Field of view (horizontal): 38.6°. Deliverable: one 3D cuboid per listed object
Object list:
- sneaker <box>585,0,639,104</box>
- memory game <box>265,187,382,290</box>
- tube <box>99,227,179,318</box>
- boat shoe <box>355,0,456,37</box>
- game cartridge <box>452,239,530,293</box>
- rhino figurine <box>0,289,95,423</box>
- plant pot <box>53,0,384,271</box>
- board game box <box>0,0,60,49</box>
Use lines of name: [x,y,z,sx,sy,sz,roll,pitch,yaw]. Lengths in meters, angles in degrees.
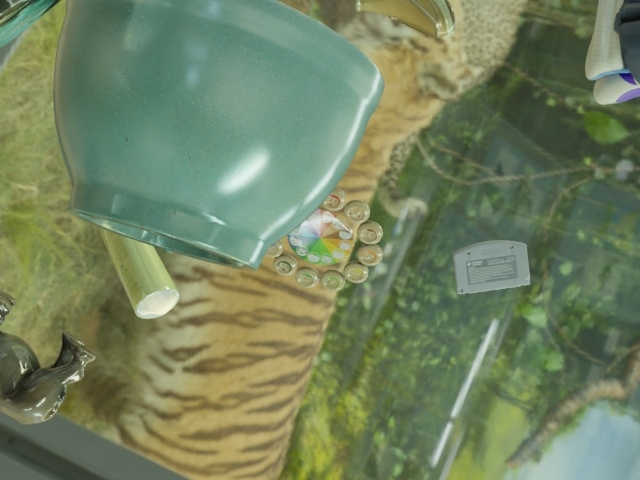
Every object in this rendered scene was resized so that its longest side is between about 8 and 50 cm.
sneaker: [0.322,-0.136,0.705,0.236,0.130,0.323,-43,-132,50]
memory game: [0.000,0.000,1.316,0.012,0.186,0.186,-75,172,-54]
tube: [-0.262,-0.006,1.223,0.070,0.240,0.062,-40,149,12]
boat shoe: [0.069,-0.278,1.028,0.072,0.190,0.068,-36,147,-15]
game cartridge: [0.192,0.028,1.031,0.017,0.083,0.056,-90,173,-76]
rhino figurine: [-0.366,0.107,0.985,0.106,0.243,0.073,-60,173,-5]
plant pot: [-0.111,-0.087,0.815,0.293,0.293,0.196,36,70,-70]
board game box: [-0.195,-0.130,0.536,0.026,0.126,0.186,53,20,-18]
